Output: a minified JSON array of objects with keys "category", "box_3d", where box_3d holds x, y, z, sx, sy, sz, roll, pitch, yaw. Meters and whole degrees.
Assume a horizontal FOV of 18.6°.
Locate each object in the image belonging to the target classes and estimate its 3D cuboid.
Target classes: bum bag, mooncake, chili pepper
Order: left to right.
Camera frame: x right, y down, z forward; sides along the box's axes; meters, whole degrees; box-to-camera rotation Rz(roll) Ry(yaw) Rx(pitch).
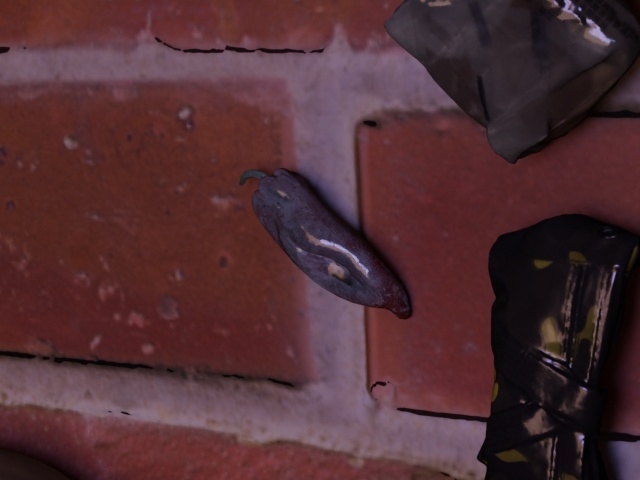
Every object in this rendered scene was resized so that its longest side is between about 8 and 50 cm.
[{"category":"chili pepper","box_3d":[-0.001,0.001,1.287,0.153,0.041,0.050,47,165,20]},{"category":"mooncake","box_3d":[0.122,-0.124,1.142,0.125,0.073,0.130,49,136,-1]},{"category":"bum bag","box_3d":[0.142,0.097,1.185,0.106,0.060,0.233,17,107,43]}]

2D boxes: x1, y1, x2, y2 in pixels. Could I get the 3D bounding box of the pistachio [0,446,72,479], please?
[{"category":"pistachio","box_3d":[-0.241,0.223,1.453,0.226,0.136,0.136,20,110,33]}]
